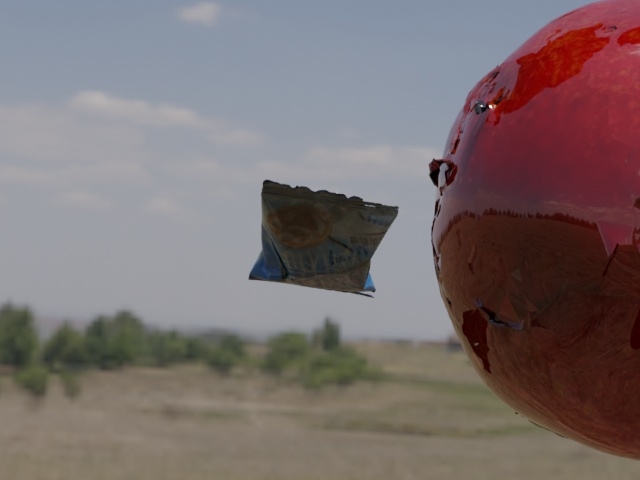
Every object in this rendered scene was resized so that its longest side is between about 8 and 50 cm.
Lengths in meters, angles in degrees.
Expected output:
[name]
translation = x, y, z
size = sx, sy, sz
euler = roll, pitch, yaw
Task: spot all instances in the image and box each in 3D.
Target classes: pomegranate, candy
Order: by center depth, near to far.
[pomegranate]
translation = 0.158, -0.003, 0.809
size = 0.210, 0.210, 0.235
euler = 0, -15, 45
[candy]
translation = 0.001, 0.000, 1.190
size = 0.088, 0.038, 0.136
euler = 11, -29, -1

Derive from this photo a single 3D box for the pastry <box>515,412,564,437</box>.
[pastry]
translation = 0.264, 0.121, 1.931
size = 0.229, 0.100, 0.218
euler = 36, -35, 9
